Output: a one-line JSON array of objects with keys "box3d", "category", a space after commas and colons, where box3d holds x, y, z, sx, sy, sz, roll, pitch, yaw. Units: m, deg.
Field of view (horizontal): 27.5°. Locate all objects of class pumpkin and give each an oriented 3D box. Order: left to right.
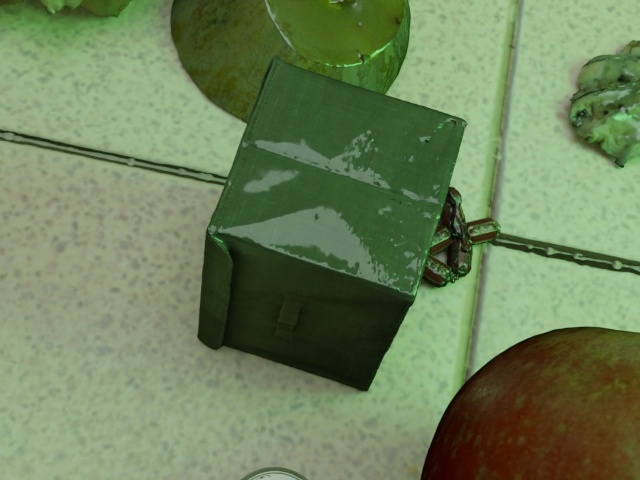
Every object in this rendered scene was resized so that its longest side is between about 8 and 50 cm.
[{"box3d": [-0.016, -0.211, 1.153, 0.217, 0.110, 0.217, 5, 65, -11], "category": "pumpkin"}]

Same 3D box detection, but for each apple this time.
[{"box3d": [0.219, 0.225, 0.856, 0.348, 0.348, 0.277, 24, 75, 4], "category": "apple"}]

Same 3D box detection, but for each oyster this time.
[{"box3d": [0.327, -0.139, 1.178, 0.209, 0.072, 0.132, -1, 63, -5], "category": "oyster"}]

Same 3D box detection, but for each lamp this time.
[{"box3d": [0.109, 0.001, 1.111, 0.063, 0.031, 0.083, 35, 71, 10], "category": "lamp"}]

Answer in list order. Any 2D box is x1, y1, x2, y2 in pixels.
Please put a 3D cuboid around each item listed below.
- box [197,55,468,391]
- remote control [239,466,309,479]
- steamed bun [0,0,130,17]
[{"box3d": [0.000, 0.000, 0.986, 0.149, 0.231, 0.155, 18, 66, 1], "category": "box"}, {"box3d": [-0.094, 0.248, 0.970, 0.221, 0.042, 0.078, -31, 72, -19], "category": "remote control"}, {"box3d": [-0.204, -0.304, 1.067, 0.295, 0.292, 0.137, -54, 35, 12], "category": "steamed bun"}]
